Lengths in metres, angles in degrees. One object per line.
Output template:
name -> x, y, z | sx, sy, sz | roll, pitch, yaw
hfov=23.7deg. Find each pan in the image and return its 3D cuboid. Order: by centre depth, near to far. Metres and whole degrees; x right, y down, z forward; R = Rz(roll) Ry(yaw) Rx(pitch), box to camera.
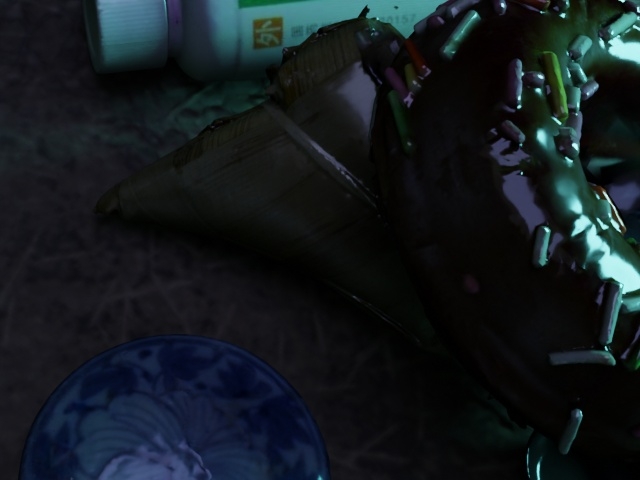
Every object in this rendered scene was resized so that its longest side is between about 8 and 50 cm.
pan -> 0.133, 0.145, 0.813 | 0.068, 0.023, 0.115 | 22, 60, -1

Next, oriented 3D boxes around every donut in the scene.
donut -> 0.142, -0.017, 0.769 | 0.269, 0.103, 0.270 | 22, 53, -32

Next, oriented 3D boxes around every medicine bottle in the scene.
medicine bottle -> -0.006, -0.145, 0.887 | 0.260, 0.095, 0.095 | -8, 66, -17

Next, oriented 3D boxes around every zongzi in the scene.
zongzi -> 0.000, 0.000, 0.830 | 0.197, 0.099, 0.194 | -31, 83, 1

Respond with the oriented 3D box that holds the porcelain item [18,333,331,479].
porcelain item -> -0.071, 0.128, 0.731 | 0.147, 0.114, 0.147 | 5, 63, -10
